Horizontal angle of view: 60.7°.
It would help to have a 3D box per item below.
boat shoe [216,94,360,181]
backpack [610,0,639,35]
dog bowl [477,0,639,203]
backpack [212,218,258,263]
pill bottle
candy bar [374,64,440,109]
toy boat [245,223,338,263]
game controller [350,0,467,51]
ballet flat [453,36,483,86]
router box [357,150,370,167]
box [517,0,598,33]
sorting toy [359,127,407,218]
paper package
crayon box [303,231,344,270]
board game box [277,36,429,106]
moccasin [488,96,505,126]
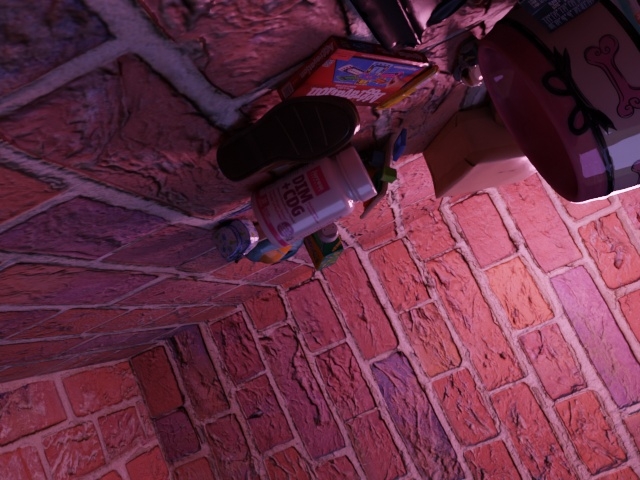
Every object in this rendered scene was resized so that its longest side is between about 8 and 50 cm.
[{"bbox_3d":[-0.051,-0.191,0.966,0.307,0.110,0.104,-8,-162,37],"label":"boat shoe"},{"bbox_3d":[0.572,-0.419,0.985,0.191,0.225,0.253,-26,-179,28],"label":"backpack"},{"bbox_3d":[0.427,-0.244,0.962,0.150,0.408,0.408,-32,169,11],"label":"dog bowl"},{"bbox_3d":[-0.238,-0.004,1.536,0.114,0.105,0.084,-35,168,24],"label":"backpack"},{"bbox_3d":[-0.015,-0.110,1.354,0.283,0.160,0.160,-27,170,10],"label":"pill bottle"},{"bbox_3d":[0.184,-0.319,1.155,0.161,0.018,0.040,-30,172,28],"label":"candy bar"},{"bbox_3d":[-0.097,-0.008,1.727,0.318,0.148,0.267,-29,169,24],"label":"toy boat"},{"bbox_3d":[0.121,-0.357,0.732,0.166,0.067,0.319,-42,166,14],"label":"game controller"},{"bbox_3d":[0.317,-0.357,1.146,0.070,0.070,0.188,-27,170,12],"label":"ballet flat"},{"bbox_3d":[0.072,-0.192,1.488,0.092,0.038,0.122,-21,170,-18],"label":"router box"},{"bbox_3d":[0.288,-0.376,0.728,0.078,0.147,0.180,-31,168,33],"label":"box"},{"bbox_3d":[0.143,-0.173,1.473,0.047,0.195,0.347,16,160,-8],"label":"sorting toy"},{"bbox_3d":[0.517,-0.269,1.637,0.325,0.168,0.309,-12,167,-13],"label":"paper package"},{"bbox_3d":[0.000,0.000,1.951,0.081,0.165,0.278,-23,170,-10],"label":"crayon box"},{"bbox_3d":[0.067,-0.294,0.981,0.281,0.027,0.145,-14,167,-48],"label":"board game box"},{"bbox_3d":[0.628,-0.407,1.404,0.380,0.139,0.147,-8,161,8],"label":"moccasin"}]
